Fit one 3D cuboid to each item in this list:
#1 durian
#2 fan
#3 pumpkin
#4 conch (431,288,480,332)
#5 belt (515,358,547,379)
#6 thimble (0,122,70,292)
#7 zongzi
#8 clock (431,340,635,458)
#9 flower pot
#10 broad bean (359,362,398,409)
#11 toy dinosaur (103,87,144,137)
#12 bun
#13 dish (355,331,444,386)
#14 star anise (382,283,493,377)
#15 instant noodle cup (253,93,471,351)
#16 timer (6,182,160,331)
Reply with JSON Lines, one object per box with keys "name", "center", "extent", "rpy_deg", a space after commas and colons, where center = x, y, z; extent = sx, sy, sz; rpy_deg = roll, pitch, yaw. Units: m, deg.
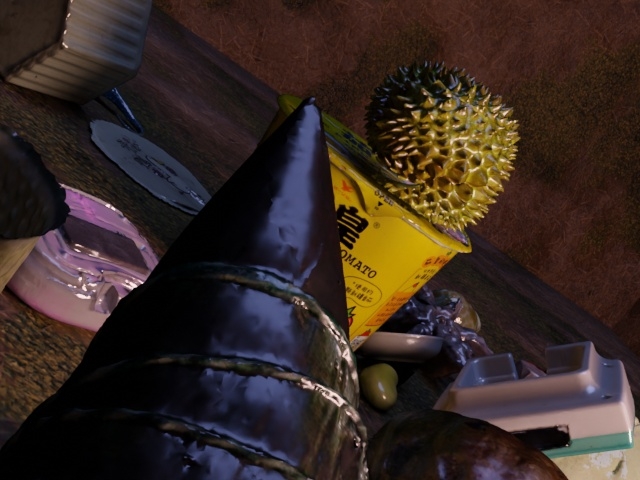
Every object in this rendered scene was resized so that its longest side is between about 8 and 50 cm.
{"name": "durian", "center": [0.147, -0.128, 1.268], "extent": [0.200, 0.177, 0.237], "rpy_deg": [19, 24, 3]}
{"name": "fan", "center": [-0.189, -0.062, 1.591], "extent": [0.414, 0.012, 0.233], "rpy_deg": [38, 15, -2]}
{"name": "pumpkin", "center": [0.205, 0.260, 1.153], "extent": [0.312, 0.148, 0.169], "rpy_deg": [32, 42, -38]}
{"name": "conch", "center": [0.229, 0.147, 1.860], "extent": [0.116, 0.106, 0.173], "rpy_deg": [35, -5, 24]}
{"name": "belt", "center": [0.390, 0.285, 1.755], "extent": [0.200, 0.124, 0.128], "rpy_deg": [32, 12, -31]}
{"name": "thimble", "center": [-0.339, -0.033, 0.743], "extent": [0.270, 0.150, 0.271], "rpy_deg": [36, 13, -10]}
{"name": "zongzi", "center": [-0.061, 0.113, 0.561], "extent": [0.319, 0.362, 0.383], "rpy_deg": [17, 18, -9]}
{"name": "clock", "center": [0.275, 0.215, 1.347], "extent": [0.231, 0.262, 0.116], "rpy_deg": [-8, 86, -72]}
{"name": "flower pot", "center": [-0.396, -0.339, 1.544], "extent": [0.209, 0.239, 0.189], "rpy_deg": [12, 0, 27]}
{"name": "broad bean", "center": [0.079, 0.196, 1.376], "extent": [0.063, 0.045, 0.083], "rpy_deg": [49, 19, -8]}
{"name": "toy dinosaur", "center": [-0.402, -0.315, 1.748], "extent": [0.363, 0.076, 0.147], "rpy_deg": [43, 50, 8]}
{"name": "bun", "center": [0.406, 0.329, 1.499], "extent": [0.293, 0.187, 0.293], "rpy_deg": [39, 10, -8]}
{"name": "dish", "center": [0.108, 0.175, 1.489], "extent": [0.141, 0.078, 0.141], "rpy_deg": [5, -6, 1]}
{"name": "star anise", "center": [0.191, 0.152, 1.703], "extent": [0.229, 0.093, 0.236], "rpy_deg": [22, 25, -17]}
{"name": "instant noodle cup", "center": [0.000, 0.000, 1.351], "extent": [0.325, 0.254, 0.325], "rpy_deg": [37, 13, -10]}
{"name": "timer", "center": [-0.244, 0.015, 1.039], "extent": [0.208, 0.069, 0.191], "rpy_deg": [26, 20, -50]}
